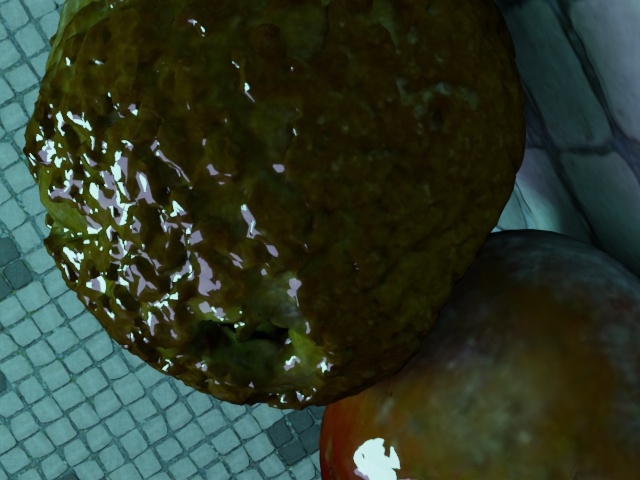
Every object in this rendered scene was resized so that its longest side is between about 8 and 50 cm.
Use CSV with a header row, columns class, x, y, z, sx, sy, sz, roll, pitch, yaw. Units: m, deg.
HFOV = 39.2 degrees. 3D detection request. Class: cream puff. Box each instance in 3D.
class,x,y,z,sx,sy,sz,roll,pitch,yaw
cream puff,-0.047,-0.068,0.489,0.212,0.303,0.303,21,-165,-32

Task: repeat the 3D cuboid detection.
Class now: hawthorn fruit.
class,x,y,z,sx,sy,sz,roll,pitch,yaw
hawthorn fruit,0.112,0.125,0.540,0.235,0.263,0.231,32,-154,-22
